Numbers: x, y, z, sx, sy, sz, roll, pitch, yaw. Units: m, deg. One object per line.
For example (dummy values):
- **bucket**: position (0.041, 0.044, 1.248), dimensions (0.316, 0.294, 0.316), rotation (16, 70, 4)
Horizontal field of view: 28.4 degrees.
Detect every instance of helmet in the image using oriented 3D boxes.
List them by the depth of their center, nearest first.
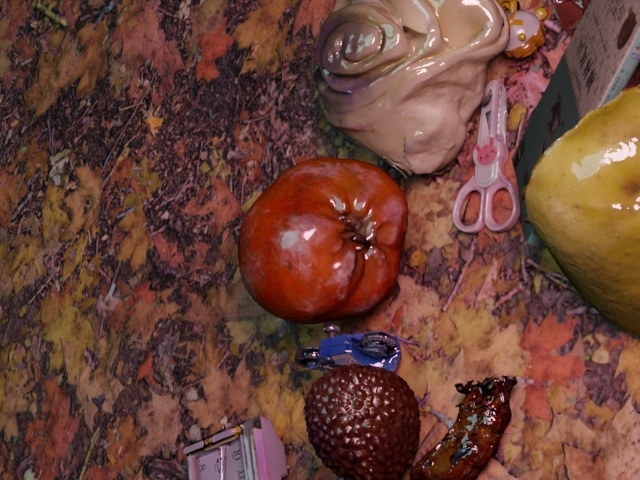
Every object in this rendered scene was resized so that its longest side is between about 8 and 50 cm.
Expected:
- **helmet**: position (0.395, -0.358, 1.899), dimensions (0.089, 0.057, 0.111), rotation (114, 138, -58)

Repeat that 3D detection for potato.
- **potato**: position (0.425, -0.030, 1.604), dimensions (0.330, 0.280, 0.212), rotation (-52, 45, 15)

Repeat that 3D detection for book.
- **book**: position (0.359, -0.204, 1.732), dimensions (0.264, 0.031, 0.379), rotation (-83, 14, -58)

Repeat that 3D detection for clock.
- **clock**: position (-0.140, 0.432, 2.116), dimensions (0.186, 0.083, 0.253), rotation (-27, 59, 34)

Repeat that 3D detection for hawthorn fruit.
- **hawthorn fruit**: position (0.000, 0.000, 2.002), dimensions (0.284, 0.284, 0.284), rotation (-16, 65, 39)

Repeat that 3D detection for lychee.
- **lychee**: position (0.064, 0.283, 1.905), dimensions (0.188, 0.188, 0.188), rotation (-16, 65, 39)

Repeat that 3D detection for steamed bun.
- **steamed bun**: position (0.111, -0.297, 1.980), dimensions (0.347, 0.238, 0.394), rotation (-21, 70, 56)

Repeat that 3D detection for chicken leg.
- **chicken leg**: position (0.210, 0.287, 1.847), dimensions (0.105, 0.063, 0.233), rotation (38, 104, 49)

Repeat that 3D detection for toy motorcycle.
- **toy motorcycle**: position (0.055, 0.181, 1.998), dimensions (0.205, 0.114, 0.076), rotation (-19, 55, 43)

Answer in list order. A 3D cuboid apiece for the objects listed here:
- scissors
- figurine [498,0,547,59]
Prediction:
- **scissors**: position (0.262, -0.130, 1.963), dimensions (0.118, 0.030, 0.242), rotation (-5, 77, 43)
- **figurine**: position (0.303, -0.340, 1.978), dimensions (0.101, 0.068, 0.143), rotation (-21, 46, 30)
